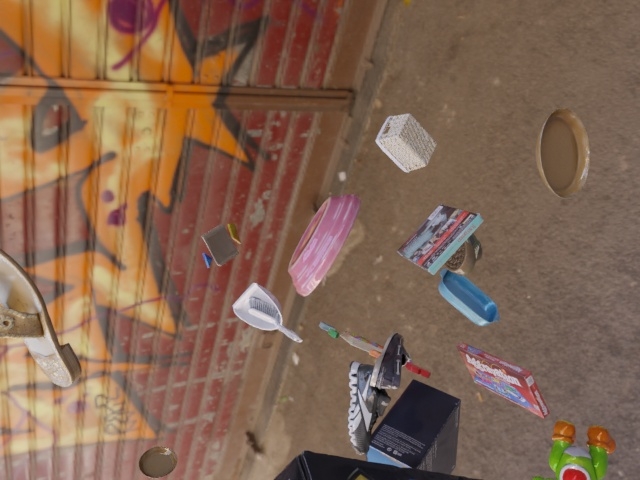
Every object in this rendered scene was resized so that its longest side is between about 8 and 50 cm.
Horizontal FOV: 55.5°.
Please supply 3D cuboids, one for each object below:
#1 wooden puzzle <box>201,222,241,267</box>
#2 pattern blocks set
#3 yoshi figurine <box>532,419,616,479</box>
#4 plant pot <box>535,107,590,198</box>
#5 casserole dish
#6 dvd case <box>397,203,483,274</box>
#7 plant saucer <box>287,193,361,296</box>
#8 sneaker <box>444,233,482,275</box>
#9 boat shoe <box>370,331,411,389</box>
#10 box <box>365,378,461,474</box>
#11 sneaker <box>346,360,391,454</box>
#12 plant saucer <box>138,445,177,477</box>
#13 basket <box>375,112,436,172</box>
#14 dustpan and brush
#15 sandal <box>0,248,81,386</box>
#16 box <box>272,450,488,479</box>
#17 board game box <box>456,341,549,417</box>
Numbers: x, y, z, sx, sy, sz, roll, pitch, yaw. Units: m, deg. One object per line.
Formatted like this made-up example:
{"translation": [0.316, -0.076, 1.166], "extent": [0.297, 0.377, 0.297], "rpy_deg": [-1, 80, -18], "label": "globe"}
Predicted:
{"translation": [-0.206, 0.010, 1.249], "extent": [0.014, 0.116, 0.079], "rpy_deg": [-26, 91, 38], "label": "wooden puzzle"}
{"translation": [0.159, 0.330, 1.892], "extent": [0.026, 0.324, 0.285], "rpy_deg": [-66, 21, -3], "label": "pattern blocks set"}
{"translation": [0.674, 0.678, 1.594], "extent": [0.203, 0.203, 0.362], "rpy_deg": [-52, 11, 55], "label": "yoshi figurine"}
{"translation": [0.632, -0.227, 1.597], "extent": [0.032, 0.236, 0.236], "rpy_deg": [1, 96, 52], "label": "plant pot"}
{"translation": [0.369, 0.147, 1.541], "extent": [0.188, 0.114, 0.037], "rpy_deg": [41, 123, 5], "label": "casserole dish"}
{"translation": [0.143, -0.005, 0.746], "extent": [0.087, 0.013, 0.119], "rpy_deg": [-47, 15, -1], "label": "dvd case"}
{"translation": [0.000, 0.000, 1.765], "extent": [0.332, 0.084, 0.332], "rpy_deg": [-59, 7, 12], "label": "plant saucer"}
{"translation": [0.263, 0.014, 1.104], "extent": [0.064, 0.086, 0.192], "rpy_deg": [-59, 17, 19], "label": "sneaker"}
{"translation": [0.161, 0.264, 1.321], "extent": [0.065, 0.206, 0.075], "rpy_deg": [15, 109, 15], "label": "boat shoe"}
{"translation": [0.297, 0.690, 1.947], "extent": [0.179, 0.312, 0.343], "rpy_deg": [19, 129, 31], "label": "box"}
{"translation": [0.126, 0.425, 1.542], "extent": [0.106, 0.078, 0.234], "rpy_deg": [-3, 81, 23], "label": "sneaker"}
{"translation": [-0.359, 0.494, 1.347], "extent": [0.083, 0.083, 0.015], "rpy_deg": [48, 140, 46], "label": "plant saucer"}
{"translation": [0.280, -0.315, 1.955], "extent": [0.103, 0.167, 0.113], "rpy_deg": [-6, 51, 52], "label": "basket"}
{"translation": [-0.137, 0.222, 1.731], "extent": [0.147, 0.211, 0.060], "rpy_deg": [-46, 21, 39], "label": "dustpan and brush"}
{"translation": [-0.412, 0.119, 0.814], "extent": [0.088, 0.079, 0.240], "rpy_deg": [-8, 119, 29], "label": "sandal"}
{"translation": [0.019, 0.285, 0.453], "extent": [0.293, 0.295, 0.073], "rpy_deg": [-51, 39, 20], "label": "box"}
{"translation": [0.495, 0.378, 1.677], "extent": [0.145, 0.027, 0.281], "rpy_deg": [62, 162, -18], "label": "board game box"}
